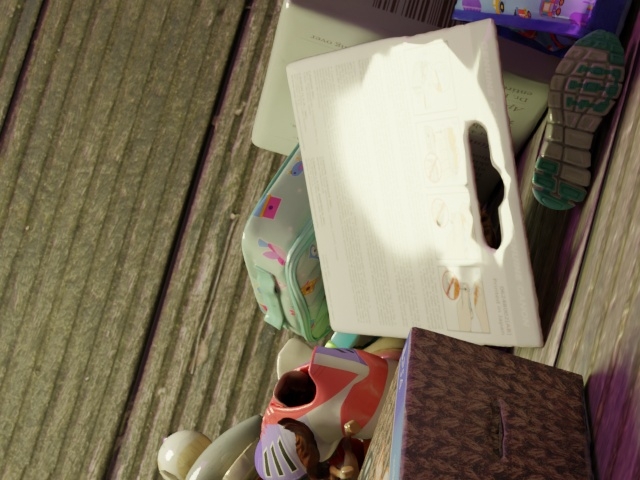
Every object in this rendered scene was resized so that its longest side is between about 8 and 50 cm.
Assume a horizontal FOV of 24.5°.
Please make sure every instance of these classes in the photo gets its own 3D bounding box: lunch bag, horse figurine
[{"bbox_3d":[0.258,-0.301,1.452,0.293,0.138,0.220,-137,66,-78],"label":"lunch bag"},{"bbox_3d":[0.044,0.300,1.567,0.066,0.263,0.174,-26,-22,-26],"label":"horse figurine"},{"bbox_3d":[0.000,0.000,1.870,0.224,0.108,0.279,-58,-20,-20],"label":"lunch bag"}]

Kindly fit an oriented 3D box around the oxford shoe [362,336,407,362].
[{"bbox_3d":[0.106,0.133,1.782,0.348,0.123,0.130,98,-168,-79],"label":"oxford shoe"}]

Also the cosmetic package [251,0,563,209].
[{"bbox_3d":[0.125,-0.288,1.846,0.393,0.330,0.327,114,172,-68],"label":"cosmetic package"}]

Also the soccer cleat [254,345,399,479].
[{"bbox_3d":[-0.018,0.194,1.671,0.318,0.116,0.108,-41,29,55],"label":"soccer cleat"}]

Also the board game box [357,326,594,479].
[{"bbox_3d":[0.087,0.255,1.090,0.232,0.141,0.291,-78,4,-65],"label":"board game box"}]

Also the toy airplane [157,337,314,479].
[{"bbox_3d":[-0.096,0.318,2.113,0.384,0.273,0.386,-66,-10,-48],"label":"toy airplane"}]

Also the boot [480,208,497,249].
[{"bbox_3d":[0.180,0.045,1.736,0.084,0.059,0.157,35,-115,-71],"label":"boot"}]

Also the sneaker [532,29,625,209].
[{"bbox_3d":[0.231,-0.114,1.354,0.076,0.065,0.166,-63,-8,-78],"label":"sneaker"}]

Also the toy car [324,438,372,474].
[{"bbox_3d":[0.057,0.290,1.761,0.159,0.136,0.182,-78,5,-66],"label":"toy car"}]

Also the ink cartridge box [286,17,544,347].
[{"bbox_3d":[0.112,-0.055,1.496,0.385,0.091,0.308,-1,99,60],"label":"ink cartridge box"}]

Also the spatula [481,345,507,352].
[{"bbox_3d":[0.147,0.054,1.627,0.296,0.030,0.084,-136,44,-73],"label":"spatula"}]

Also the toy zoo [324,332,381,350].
[{"bbox_3d":[0.106,0.064,1.878,0.192,0.030,0.293,-6,-48,-59],"label":"toy zoo"}]
